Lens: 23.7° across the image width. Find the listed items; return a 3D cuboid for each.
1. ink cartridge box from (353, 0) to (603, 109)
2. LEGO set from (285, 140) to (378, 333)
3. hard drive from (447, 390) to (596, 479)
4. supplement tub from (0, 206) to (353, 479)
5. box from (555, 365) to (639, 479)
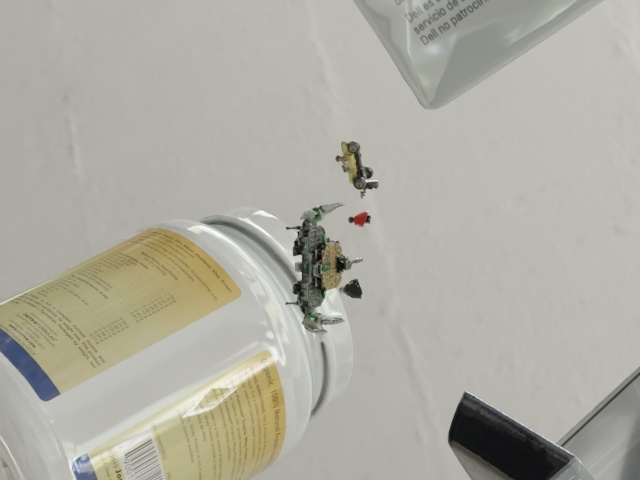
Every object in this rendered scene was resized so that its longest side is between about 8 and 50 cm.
[{"bbox_3d":[0.038,-0.162,0.370,0.153,0.208,0.087,-31,-176,42],"label":"ink cartridge box"},{"bbox_3d":[0.001,0.001,0.592,0.023,0.054,0.083,0,-143,21],"label":"LEGO set"},{"bbox_3d":[0.212,0.246,1.294,0.054,0.255,0.172,-45,-147,-11],"label":"hard drive"},{"bbox_3d":[-0.150,0.119,1.229,0.316,0.228,0.228,-28,-146,-35],"label":"supplement tub"},{"bbox_3d":[0.310,0.231,1.429,0.087,0.290,0.169,-15,-117,-43],"label":"box"}]
